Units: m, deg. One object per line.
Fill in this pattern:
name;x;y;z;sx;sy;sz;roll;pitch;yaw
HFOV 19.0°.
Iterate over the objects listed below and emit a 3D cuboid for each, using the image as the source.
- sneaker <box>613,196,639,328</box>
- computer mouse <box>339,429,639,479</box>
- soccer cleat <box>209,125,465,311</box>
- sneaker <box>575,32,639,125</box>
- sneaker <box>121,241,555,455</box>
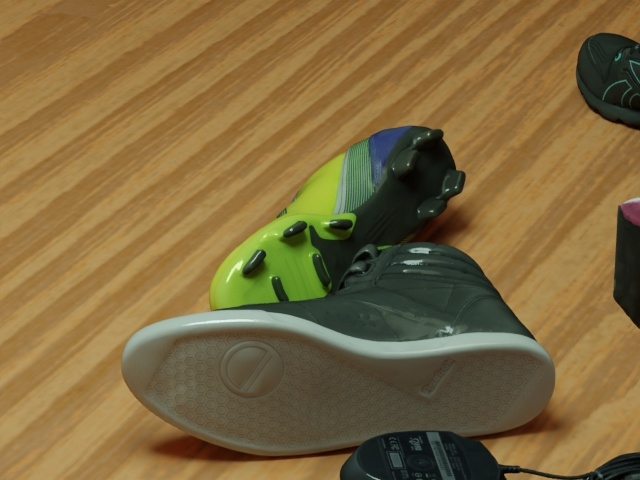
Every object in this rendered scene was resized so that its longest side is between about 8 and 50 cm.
sneaker;0.212;0.024;0.827;0.178;0.072;0.077;21;22;15
computer mouse;0.130;0.161;1.244;0.242;0.041;0.071;3;28;-9
soccer cleat;0.001;0.001;1.488;0.121;0.093;0.289;-14;19;45
sneaker;0.321;-0.143;1.701;0.101;0.106;0.267;-14;32;-22
sneaker;0.004;0.068;1.337;0.295;0.104;0.147;1;28;-11
